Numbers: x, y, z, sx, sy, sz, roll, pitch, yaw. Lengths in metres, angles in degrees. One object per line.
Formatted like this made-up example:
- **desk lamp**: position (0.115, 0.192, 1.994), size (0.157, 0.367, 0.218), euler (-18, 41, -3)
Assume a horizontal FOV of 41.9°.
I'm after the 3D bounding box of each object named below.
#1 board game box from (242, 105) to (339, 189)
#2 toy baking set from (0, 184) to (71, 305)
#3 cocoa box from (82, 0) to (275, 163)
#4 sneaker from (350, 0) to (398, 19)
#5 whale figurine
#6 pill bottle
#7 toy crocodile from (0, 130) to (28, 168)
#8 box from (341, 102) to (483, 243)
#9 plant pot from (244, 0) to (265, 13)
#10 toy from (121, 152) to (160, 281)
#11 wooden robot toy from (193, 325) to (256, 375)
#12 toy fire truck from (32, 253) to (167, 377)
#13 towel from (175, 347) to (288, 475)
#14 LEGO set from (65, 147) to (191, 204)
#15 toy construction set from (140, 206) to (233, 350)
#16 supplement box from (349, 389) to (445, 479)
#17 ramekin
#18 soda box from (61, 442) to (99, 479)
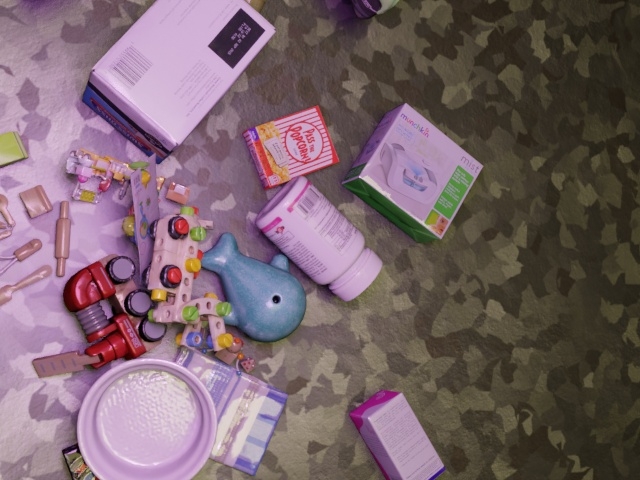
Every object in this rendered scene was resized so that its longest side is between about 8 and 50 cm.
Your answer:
- **board game box**: position (-0.069, -0.221, 1.991), size (0.193, 0.045, 0.147), euler (-23, 94, -23)
- **toy baking set**: position (-0.624, 0.011, 1.755), size (0.196, 0.030, 0.256), euler (-1, 85, -19)
- **cocoa box**: position (-0.310, -0.377, 1.809), size (0.231, 0.228, 0.347), euler (41, 72, -13)
- **sneaker**: position (0.021, -0.735, 2.005), size (0.185, 0.202, 0.483), euler (-20, 75, -37)
- **whale figurine**: position (-0.148, 0.103, 1.875), size (0.216, 0.141, 0.272), euler (-43, 94, -19)
- **pill bottle**: position (0.000, 0.000, 1.936), size (0.283, 0.160, 0.160), euler (45, 71, -12)
- **toy crocodile**: position (-0.759, -0.133, 1.681), size (0.340, 0.105, 0.115), euler (-30, 96, -27)
- **box**: position (0.227, -0.162, 2.065), size (0.262, 0.126, 0.231), euler (37, 75, -14)
- **plant pot**: position (-0.176, -0.530, 1.966), size (0.083, 0.083, 0.079), euler (9, 94, -21)
- **toy**: position (-0.377, -0.051, 1.734), size (0.056, 0.137, 0.237), euler (8, 117, 7)
- **wooden robot toy**: position (-0.203, 0.227, 1.863), size (0.173, 0.079, 0.076), euler (34, 46, -8)
- **toy fire truck**: position (-0.484, 0.174, 1.745), size (0.246, 0.158, 0.217), euler (-31, 97, -32)
- **towel**: position (-0.227, 0.382, 1.875), size (0.285, 0.034, 0.209), euler (29, 76, -17)
- **LEGO set**: position (-0.429, -0.111, 1.806), size (0.287, 0.132, 0.107), euler (19, 95, -43)
- **toy construction set**: position (-0.274, 0.059, 1.751), size (0.215, 0.151, 0.328), euler (26, 49, -50)
- **supplement box**: position (0.181, 0.478, 1.990), size (0.114, 0.111, 0.220), euler (-33, 98, -22)
- **ramekin**: position (-0.356, 0.374, 1.737), size (0.277, 0.135, 0.277), euler (0, 89, -11)
- **soda box**: position (-0.484, 0.507, 1.744), size (0.053, 0.060, 0.169), euler (-21, 93, -23)
